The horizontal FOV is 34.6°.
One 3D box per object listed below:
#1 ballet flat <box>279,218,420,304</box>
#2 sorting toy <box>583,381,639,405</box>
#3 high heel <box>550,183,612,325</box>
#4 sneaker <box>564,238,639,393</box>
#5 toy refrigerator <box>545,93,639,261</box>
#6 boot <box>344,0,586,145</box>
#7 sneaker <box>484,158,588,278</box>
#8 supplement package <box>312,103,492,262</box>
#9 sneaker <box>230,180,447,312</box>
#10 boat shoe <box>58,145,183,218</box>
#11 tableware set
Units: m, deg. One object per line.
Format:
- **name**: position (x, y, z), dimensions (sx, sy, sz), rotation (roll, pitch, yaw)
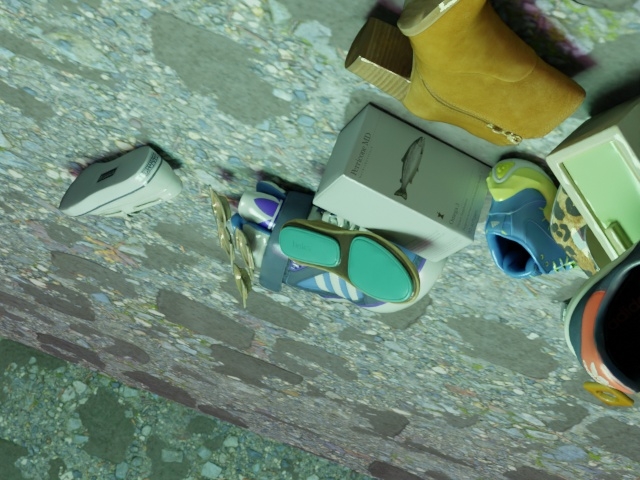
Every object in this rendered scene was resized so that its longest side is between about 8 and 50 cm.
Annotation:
- **ballet flat**: position (0.049, 0.016, 1.298), dimensions (0.232, 0.080, 0.073), rotation (23, -156, 38)
- **sorting toy**: position (0.549, 0.226, 1.576), dimensions (0.196, 0.047, 0.348), rotation (40, 157, -30)
- **high heel**: position (0.349, 0.021, 1.128), dimensions (0.186, 0.093, 0.261), rotation (27, 135, 46)
- **sneaker**: position (0.357, 0.000, 0.890), dimensions (0.131, 0.350, 0.148), rotation (36, -166, -1)
- **toy refrigerator**: position (0.350, -0.005, 1.031), dimensions (0.269, 0.094, 0.102), rotation (55, 146, -7)
- **boot**: position (0.166, -0.181, 0.966), dimensions (0.211, 0.104, 0.295), rotation (21, 163, -14)
- **sneaker**: position (0.265, 0.011, 1.246), dimensions (0.091, 0.126, 0.240), rotation (-5, 145, 48)
- **supplement package**: position (0.100, -0.066, 1.246), dimensions (0.179, 0.105, 0.105), rotation (25, 157, -13)
- **sneaker**: position (0.000, 0.000, 1.437), dimensions (0.236, 0.130, 0.323), rotation (28, 162, -25)
- **boat shoe**: position (-0.310, -0.075, 1.594), dimensions (0.267, 0.096, 0.088), rotation (-18, 132, 44)
- **tableware set**: position (-0.127, 0.008, 1.485), dimensions (0.020, 0.168, 0.141), rotation (-17, 141, -15)
